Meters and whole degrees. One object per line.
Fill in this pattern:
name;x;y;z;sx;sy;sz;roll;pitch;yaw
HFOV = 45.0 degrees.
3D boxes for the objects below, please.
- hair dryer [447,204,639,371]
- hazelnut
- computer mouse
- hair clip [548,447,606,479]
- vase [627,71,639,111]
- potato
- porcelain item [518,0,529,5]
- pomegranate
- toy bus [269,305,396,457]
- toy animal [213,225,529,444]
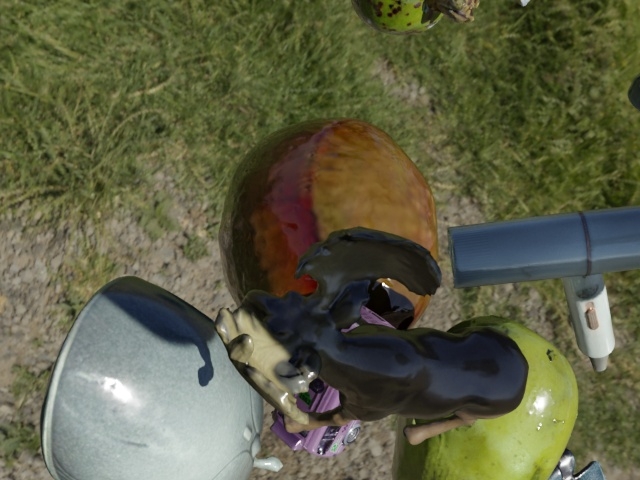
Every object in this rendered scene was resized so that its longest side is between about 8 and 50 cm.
hair dryer;0.170;0.050;0.542;0.155;0.183;0.044;-5;47;7
hazelnut;0.000;0.000;1.304;0.421;0.421;0.353;60;24;12
computer mouse;-0.091;0.157;0.656;0.090;0.379;0.167;7;67;25
hair clip;0.426;0.502;1.479;0.194;0.206;0.310;-28;100;-46
vase;0.357;-0.214;0.705;0.096;0.219;0.096;6;41;-5
potato;0.207;0.241;1.000;0.216;0.304;0.216;9;23;-4
porcelain item;0.288;-0.333;0.987;0.028;0.083;0.036;44;24;-41
pomegranate;0.161;-0.425;1.273;0.202;0.202;0.248;-17;45;-35
toy bus;0.013;0.166;0.913;0.087;0.178;0.098;33;15;32
toy animal;0.030;0.062;0.434;0.214;0.186;0.094;7;71;-22
